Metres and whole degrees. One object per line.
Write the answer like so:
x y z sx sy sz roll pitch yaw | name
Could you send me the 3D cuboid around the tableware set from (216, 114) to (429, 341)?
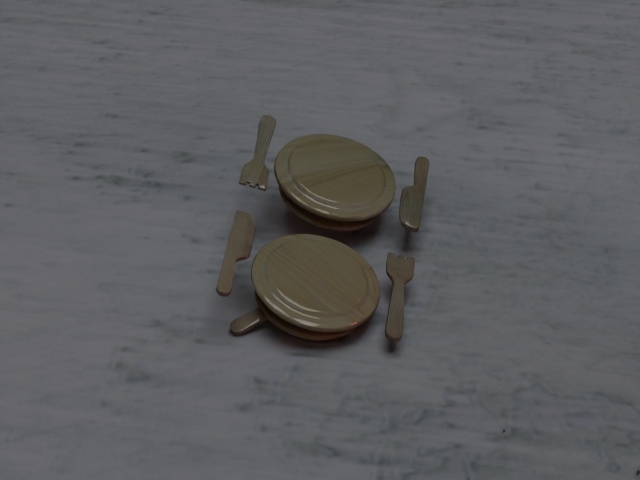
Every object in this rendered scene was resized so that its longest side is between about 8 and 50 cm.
0.000 0.000 1.081 0.128 0.039 0.194 15 43 -3 | tableware set
